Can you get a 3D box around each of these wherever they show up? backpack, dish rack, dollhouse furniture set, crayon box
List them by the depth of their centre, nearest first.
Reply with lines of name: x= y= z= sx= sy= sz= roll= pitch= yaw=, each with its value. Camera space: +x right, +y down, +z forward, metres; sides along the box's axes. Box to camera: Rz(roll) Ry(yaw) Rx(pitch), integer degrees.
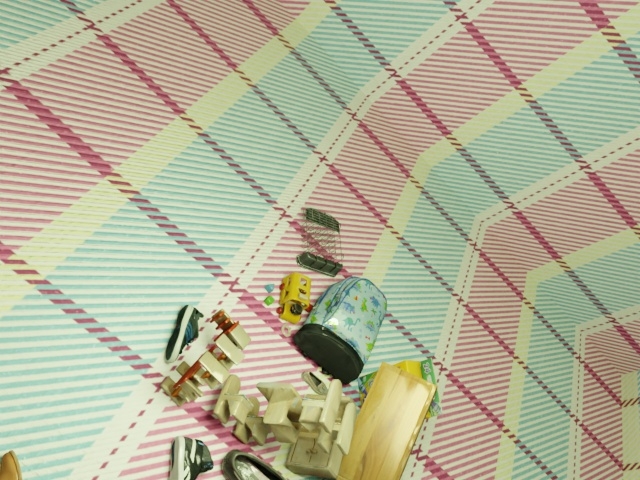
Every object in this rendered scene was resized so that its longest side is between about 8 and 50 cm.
dollhouse furniture set: x=-0.336 y=0.337 z=1.663 sx=0.135 sy=0.262 sz=0.259 roll=48 pitch=42 yaw=-6
dollhouse furniture set: x=-0.054 y=0.526 z=1.756 sx=0.394 sy=0.362 sz=0.256 roll=62 pitch=34 yaw=-38
crayon box: x=0.278 y=0.563 z=2.048 sx=0.083 sy=0.323 sz=0.203 roll=14 pitch=56 yaw=-37
backpack: x=0.099 y=0.302 z=2.123 sx=0.290 sy=0.273 sz=0.355 roll=44 pitch=32 yaw=-11
dish rack: x=0.000 y=0.000 z=2.326 sx=0.208 sy=0.074 sz=0.271 roll=21 pitch=51 yaw=-34

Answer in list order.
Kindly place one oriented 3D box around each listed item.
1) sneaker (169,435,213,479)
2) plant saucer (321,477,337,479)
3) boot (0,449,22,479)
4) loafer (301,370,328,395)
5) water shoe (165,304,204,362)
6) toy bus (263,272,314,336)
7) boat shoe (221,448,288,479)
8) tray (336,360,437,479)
sneaker: x=-0.357 y=0.663 z=1.576 sx=0.121 sy=0.079 sz=0.217 roll=20 pitch=52 yaw=-32
plant saucer: x=0.036 y=0.843 z=1.876 sx=0.119 sy=0.021 sz=0.119 roll=22 pitch=52 yaw=-31
boot: x=-0.758 y=0.581 z=1.263 sx=0.152 sy=0.073 sz=0.197 roll=5 pitch=60 yaw=-37
loafer: x=-0.014 y=0.512 z=2.019 sx=0.125 sy=0.039 sz=0.045 roll=43 pitch=43 yaw=-15
water shoe: x=-0.416 y=0.295 z=1.754 sx=0.080 sy=0.073 sz=0.203 roll=34 pitch=47 yaw=-26
toy bus: x=-0.091 y=0.219 z=2.079 sx=0.191 sy=0.104 sz=0.202 roll=-28 pitch=86 yaw=-48
boat shoe: x=-0.150 y=0.742 z=1.666 sx=0.335 sy=0.095 sz=0.112 roll=39 pitch=57 yaw=-2
tray: x=0.216 y=0.634 z=1.873 sx=0.203 sy=0.076 sz=0.411 roll=21 pitch=72 yaw=19
